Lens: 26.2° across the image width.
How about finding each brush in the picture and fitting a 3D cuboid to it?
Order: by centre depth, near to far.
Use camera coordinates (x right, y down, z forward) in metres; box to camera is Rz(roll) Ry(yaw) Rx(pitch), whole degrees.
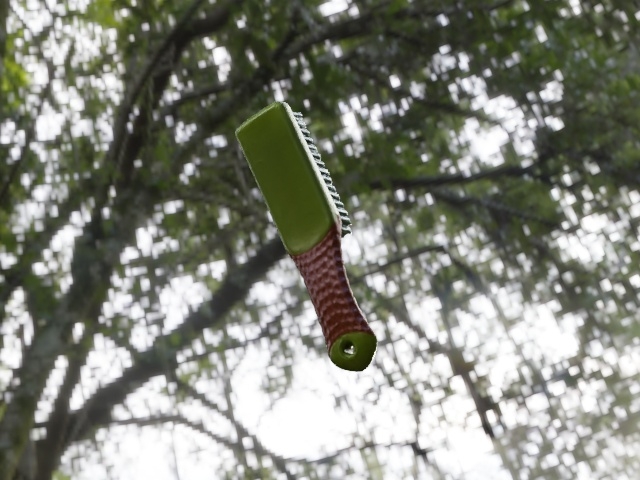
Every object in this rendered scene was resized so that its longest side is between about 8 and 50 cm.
[{"bbox_3d":[0.000,0.000,0.386,0.019,0.083,0.021,-33,-26,22],"label":"brush"}]
